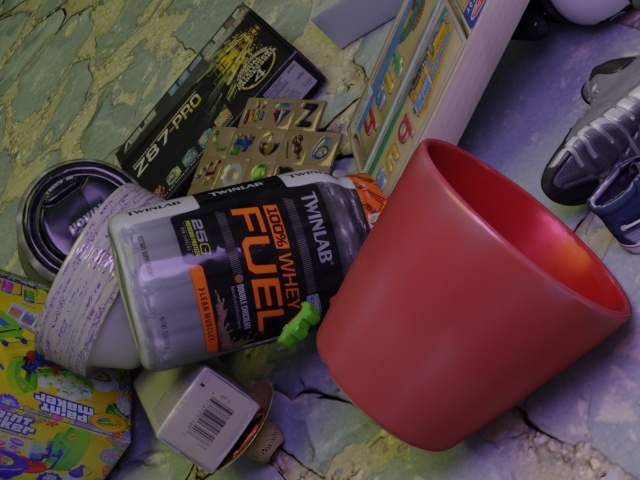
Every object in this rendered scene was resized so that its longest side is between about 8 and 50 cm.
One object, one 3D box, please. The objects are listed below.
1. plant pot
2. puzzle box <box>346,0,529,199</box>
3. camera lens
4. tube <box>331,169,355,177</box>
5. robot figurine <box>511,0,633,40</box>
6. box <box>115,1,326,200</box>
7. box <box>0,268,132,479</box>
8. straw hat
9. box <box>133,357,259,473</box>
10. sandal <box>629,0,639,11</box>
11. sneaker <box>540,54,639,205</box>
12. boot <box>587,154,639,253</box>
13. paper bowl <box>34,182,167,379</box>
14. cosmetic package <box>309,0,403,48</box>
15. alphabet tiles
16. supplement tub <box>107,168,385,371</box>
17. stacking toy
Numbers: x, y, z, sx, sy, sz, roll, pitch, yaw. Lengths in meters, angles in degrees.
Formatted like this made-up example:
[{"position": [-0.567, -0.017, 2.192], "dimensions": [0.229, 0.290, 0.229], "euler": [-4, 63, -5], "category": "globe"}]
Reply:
[{"position": [0.141, 0.070, 1.124], "dimensions": [0.243, 0.274, 0.275], "euler": [-52, 30, 20], "category": "plant pot"}, {"position": [0.146, -0.234, 1.423], "dimensions": [0.272, 0.052, 0.409], "euler": [-102, 30, -51], "category": "puzzle box"}, {"position": [-0.404, -0.005, 1.820], "dimensions": [0.219, 0.219, 0.274], "euler": [-63, 7, -18], "category": "camera lens"}, {"position": [0.000, 0.000, 1.516], "dimensions": [0.080, 0.052, 0.207], "euler": [-108, 40, -59], "category": "tube"}, {"position": [0.313, -0.375, 1.419], "dimensions": [0.278, 0.173, 0.209], "euler": [28, 123, 58], "category": "robot figurine"}, {"position": [-0.194, -0.223, 1.962], "dimensions": [0.395, 0.097, 0.318], "euler": [-48, 32, 8], "category": "box"}, {"position": [-0.455, 0.218, 1.635], "dimensions": [0.177, 0.289, 0.279], "euler": [-53, 28, 28], "category": "box"}, {"position": [-0.081, 0.254, 1.376], "dimensions": [0.144, 0.061, 0.144], "euler": [-48, 17, 20], "category": "straw hat"}, {"position": [-0.175, 0.209, 1.446], "dimensions": [0.113, 0.094, 0.275], "euler": [-53, 16, -3], "category": "box"}, {"position": [0.500, -0.370, 1.258], "dimensions": [0.303, 0.120, 0.086], "euler": [-44, 60, 14], "category": "sandal"}, {"position": [0.329, -0.137, 1.254], "dimensions": [0.228, 0.086, 0.132], "euler": [-41, 27, -2], "category": "sneaker"}, {"position": [0.373, -0.072, 1.115], "dimensions": [0.190, 0.086, 0.069], "euler": [-45, 33, 11], "category": "boot"}, {"position": [-0.280, 0.071, 1.548], "dimensions": [0.284, 0.148, 0.284], "euler": [-61, -2, -4], "category": "paper bowl"}, {"position": [0.134, -0.550, 1.886], "dimensions": [0.284, 0.097, 0.377], "euler": [-27, 40, 37], "category": "cosmetic package"}, {"position": [-0.109, -0.074, 1.703], "dimensions": [0.285, 0.011, 0.343], "euler": [7, 72, 39], "category": "alphabet tiles"}, {"position": [-0.083, 0.029, 1.350], "dimensions": [0.337, 0.207, 0.207], "euler": [-15, 30, -14], "category": "supplement tub"}, {"position": [0.074, 0.073, 1.268], "dimensions": [0.221, 0.167, 0.052], "euler": [-48, 32, 6], "category": "stacking toy"}]
